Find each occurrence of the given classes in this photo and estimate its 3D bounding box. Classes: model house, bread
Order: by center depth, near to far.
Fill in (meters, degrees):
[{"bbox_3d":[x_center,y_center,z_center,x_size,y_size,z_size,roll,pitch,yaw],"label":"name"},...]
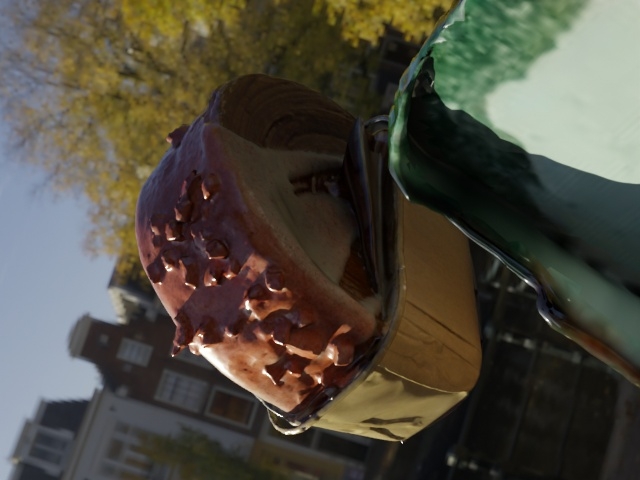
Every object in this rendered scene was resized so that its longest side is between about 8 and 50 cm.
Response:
[{"bbox_3d":[0.194,-0.084,0.528,0.184,0.253,0.291,-57,0,42],"label":"model house"},{"bbox_3d":[0.000,0.000,0.659,0.142,0.212,0.224,-40,29,29],"label":"bread"}]
